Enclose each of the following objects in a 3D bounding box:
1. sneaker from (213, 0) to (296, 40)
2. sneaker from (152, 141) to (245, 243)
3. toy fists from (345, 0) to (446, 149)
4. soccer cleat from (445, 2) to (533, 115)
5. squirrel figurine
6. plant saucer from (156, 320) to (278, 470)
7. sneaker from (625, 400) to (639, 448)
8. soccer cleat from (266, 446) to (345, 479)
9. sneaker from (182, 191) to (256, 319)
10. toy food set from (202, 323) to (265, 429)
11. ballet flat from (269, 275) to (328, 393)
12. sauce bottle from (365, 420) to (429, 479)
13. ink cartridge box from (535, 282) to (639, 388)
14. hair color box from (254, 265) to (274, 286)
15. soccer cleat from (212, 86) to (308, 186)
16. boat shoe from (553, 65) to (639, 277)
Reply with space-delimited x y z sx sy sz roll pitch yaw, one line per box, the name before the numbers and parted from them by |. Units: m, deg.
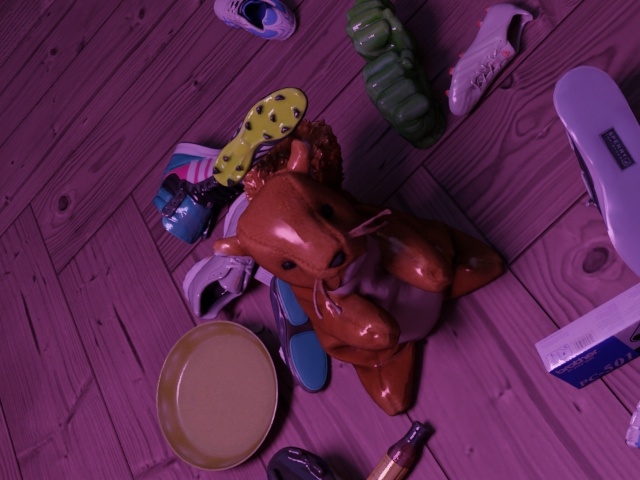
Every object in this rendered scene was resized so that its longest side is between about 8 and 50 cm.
sneaker | -0.140 -0.451 1.865 0.237 0.086 0.085 29 92 44
sneaker | -0.201 -0.078 1.715 0.296 0.124 0.178 11 73 50
toy fists | 0.119 -0.281 1.536 0.096 0.142 0.279 -30 54 25
soccer cleat | 0.259 -0.280 1.475 0.076 0.068 0.196 21 82 40
squirrel figurine | 0.000 0.000 1.349 0.281 0.370 0.397 -51 47 9
plant saucer | -0.163 0.252 1.556 0.241 0.037 0.240 -7 76 28
sneaker | 0.427 0.170 1.120 0.083 0.071 0.190 22 110 31
soccer cleat | 0.043 0.396 1.333 0.289 0.121 0.093 39 77 24
sneaker | -0.135 0.030 1.617 0.262 0.099 0.121 -56 25 15
toy food set | -0.145 0.235 1.589 0.132 0.038 0.192 -23 57 30
ballet flat | -0.038 0.148 1.521 0.074 0.074 0.203 -24 74 29
sauce bottle | 0.108 0.312 1.346 0.128 0.042 0.042 -54 47 4
ink cartridge box | 0.379 0.107 1.178 0.207 0.097 0.046 -35 52 23
hair color box | -0.047 0.018 1.604 0.072 0.043 0.141 27 90 43
soccer cleat | -0.078 -0.141 1.249 0.179 0.060 0.072 -43 9 29
boat shoe | 0.393 -0.079 1.245 0.113 0.105 0.306 -32 77 11
